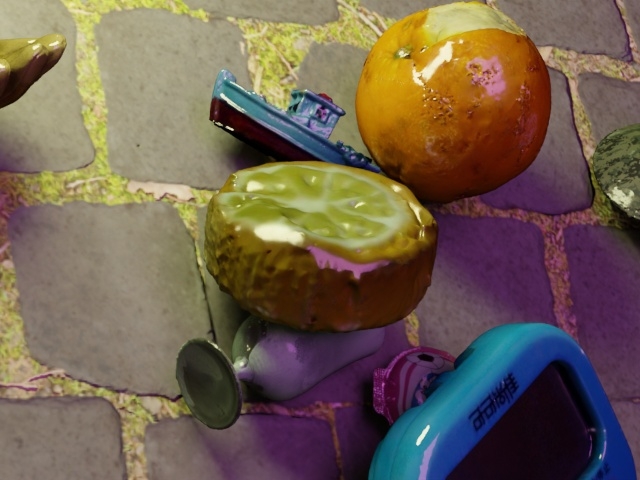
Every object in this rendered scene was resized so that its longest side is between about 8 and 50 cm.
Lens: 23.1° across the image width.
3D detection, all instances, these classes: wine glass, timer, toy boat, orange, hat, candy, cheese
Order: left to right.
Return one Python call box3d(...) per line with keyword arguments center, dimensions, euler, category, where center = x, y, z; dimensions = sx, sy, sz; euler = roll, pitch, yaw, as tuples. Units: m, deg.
box3d(center=(-0.038, 0.118, 1.695), dimensions=(0.231, 0.103, 0.103), euler=(-22, 80, -42), category="wine glass")
box3d(center=(-0.027, -0.133, 1.823), dimensions=(0.223, 0.100, 0.097), euler=(30, 83, -20), category="toy boat")
box3d(center=(0.000, 0.000, 1.694), dimensions=(0.260, 0.118, 0.260), euler=(10, 28, -5), category="candy")
box3d(center=(0.158, -0.166, 1.878), dimensions=(0.240, 0.240, 0.240), euler=(15, 60, -27), category="orange")
box3d(center=(0.162, 0.202, 1.807), dimensions=(0.244, 0.062, 0.155), euler=(21, 55, -26), category="cheese")
box3d(center=(0.203, 0.273, 1.713), dimensions=(0.340, 0.115, 0.309), euler=(-41, 114, -36), category="timer")
box3d(center=(0.504, -0.123, 2.097), dimensions=(0.266, 0.128, 0.265), euler=(5, 41, -4), category="hat")

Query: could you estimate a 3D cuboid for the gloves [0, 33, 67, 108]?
box3d(center=(-0.413, -0.156, 1.568), dimensions=(0.331, 0.141, 0.154), euler=(-11, 47, -26), category="gloves")
